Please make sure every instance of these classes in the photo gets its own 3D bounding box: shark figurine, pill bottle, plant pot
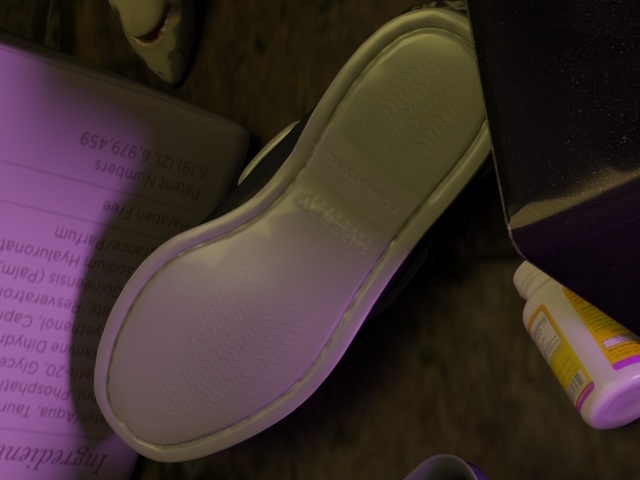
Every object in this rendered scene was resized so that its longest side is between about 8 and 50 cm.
[{"bbox_3d":[-0.059,-0.247,0.945,0.166,0.116,0.278,45,122,4],"label":"shark figurine"},{"bbox_3d":[0.122,0.043,0.738,0.043,0.043,0.083,-46,53,23],"label":"pill bottle"},{"bbox_3d":[0.171,-0.082,0.647,0.167,0.187,0.188,-18,67,23],"label":"plant pot"}]

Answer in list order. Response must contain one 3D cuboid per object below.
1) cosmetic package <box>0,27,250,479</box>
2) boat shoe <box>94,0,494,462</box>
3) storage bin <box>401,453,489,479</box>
[{"bbox_3d":[-0.310,0.042,0.931,0.329,0.327,0.393,23,95,43],"label":"cosmetic package"},{"bbox_3d":[0.000,0.000,0.831,0.302,0.091,0.114,-42,87,24],"label":"boat shoe"},{"bbox_3d":[0.090,0.164,0.702,0.098,0.091,0.135,-46,54,23],"label":"storage bin"}]
